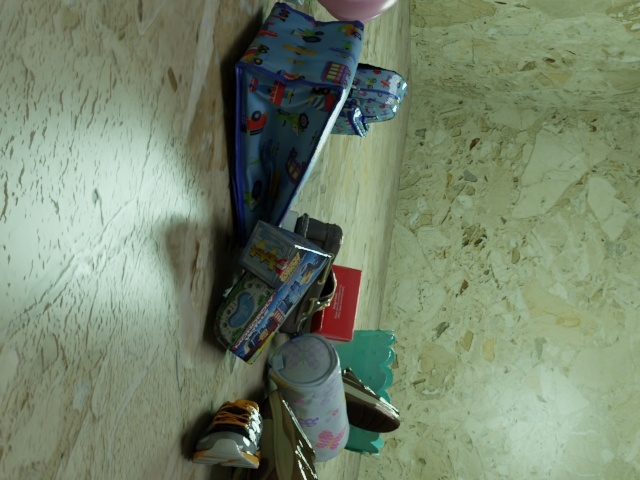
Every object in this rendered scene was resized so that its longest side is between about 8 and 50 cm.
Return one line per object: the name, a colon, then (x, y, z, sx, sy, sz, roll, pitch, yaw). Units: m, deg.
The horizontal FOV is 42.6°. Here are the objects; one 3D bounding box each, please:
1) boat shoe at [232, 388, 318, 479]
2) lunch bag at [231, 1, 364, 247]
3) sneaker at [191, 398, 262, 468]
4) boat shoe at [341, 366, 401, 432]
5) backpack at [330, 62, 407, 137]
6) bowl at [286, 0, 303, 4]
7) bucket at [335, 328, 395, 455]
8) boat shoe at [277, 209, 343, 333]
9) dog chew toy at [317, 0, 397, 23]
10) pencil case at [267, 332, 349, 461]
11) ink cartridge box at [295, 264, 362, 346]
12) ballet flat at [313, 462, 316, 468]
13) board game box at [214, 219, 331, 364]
boat shoe: (-0.080, 0.330, 1.239, 0.123, 0.123, 0.342, 63, -1, -14)
lunch bag: (-0.044, -0.140, 1.131, 0.221, 0.138, 0.293, -74, 177, -54)
sneaker: (-0.114, 0.248, 1.061, 0.215, 0.084, 0.083, 101, -4, -80)
boat shoe: (0.055, 0.293, 1.624, 0.095, 0.257, 0.095, -39, -150, 41)
backpack: (0.073, -0.264, 1.544, 0.158, 0.173, 0.117, 58, 39, -76)
bowl: (-0.049, -0.400, 1.095, 0.142, 0.053, 0.142, 37, 60, -78)
bucket: (0.061, 0.326, 1.823, 0.281, 0.183, 0.281, 7, 90, -80)
boat shoe: (-0.023, 0.068, 1.332, 0.324, 0.096, 0.117, 97, 5, -56)
dog chew toy: (0.060, -0.454, 1.316, 0.332, 0.206, 0.207, 88, 10, -82)
pencil case: (-0.016, 0.288, 1.471, 0.273, 0.124, 0.113, 80, -15, -46)
ink cartridge box: (0.016, 0.123, 1.528, 0.231, 0.078, 0.134, 137, -37, -73)
ballet flat: (-0.030, 0.491, 1.827, 0.114, 0.041, 0.041, 80, 19, -56)
board game box: (-0.072, 0.056, 1.073, 0.194, 0.060, 0.194, -53, 164, -10)
